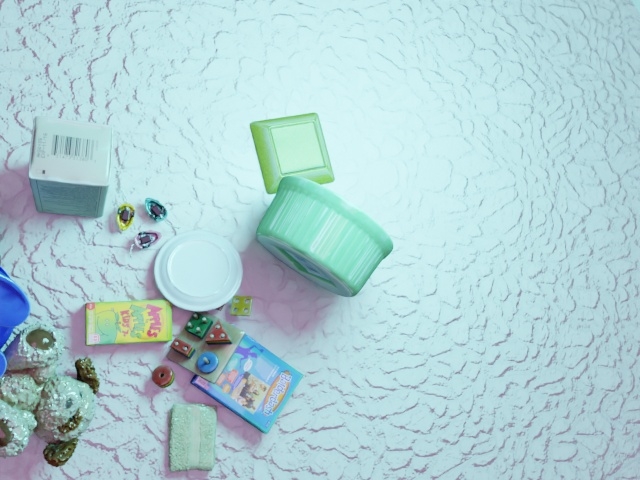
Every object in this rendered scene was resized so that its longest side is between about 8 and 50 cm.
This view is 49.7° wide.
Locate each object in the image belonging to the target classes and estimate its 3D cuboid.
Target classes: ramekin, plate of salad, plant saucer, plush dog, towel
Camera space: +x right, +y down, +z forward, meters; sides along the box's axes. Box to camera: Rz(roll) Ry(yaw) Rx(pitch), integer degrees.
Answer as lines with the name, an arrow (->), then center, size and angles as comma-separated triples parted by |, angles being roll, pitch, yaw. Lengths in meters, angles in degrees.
ramekin -> 0.000, 0.000, 1.576 | 0.303, 0.303, 0.148 | 35, 78, -12
plate of salad -> -0.278, 0.070, 1.579 | 0.199, 0.048, 0.200 | 5, 64, -10
plant saucer -> -0.062, -0.225, 1.720 | 0.188, 0.045, 0.188 | -13, 86, -22
plush dog -> -0.561, 0.326, 1.384 | 0.225, 0.210, 0.263 | 34, 53, -31
towel -> -0.284, 0.437, 1.534 | 0.110, 0.027, 0.148 | 4, 79, -19

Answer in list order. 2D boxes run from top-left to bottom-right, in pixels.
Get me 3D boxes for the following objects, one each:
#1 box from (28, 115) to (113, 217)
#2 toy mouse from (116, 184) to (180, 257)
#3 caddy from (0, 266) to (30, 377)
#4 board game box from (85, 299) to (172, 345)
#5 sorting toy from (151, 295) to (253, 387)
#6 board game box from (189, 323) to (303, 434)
box -> -0.502, -0.137, 1.397 | 0.147, 0.311, 0.121 | 5, 79, -20
toy mouse -> -0.391, -0.037, 1.572 | 0.143, 0.031, 0.161 | 6, 79, -19
caddy -> -0.694, 0.125, 1.222 | 0.341, 0.179, 0.241 | 28, 80, -44
board game box -> -0.421, 0.179, 1.518 | 0.181, 0.043, 0.092 | 0, 81, -20
sorting toy -> -0.254, 0.220, 1.539 | 0.132, 0.046, 0.275 | 25, 69, 17
board game box -> -0.167, 0.318, 1.587 | 0.210, 0.047, 0.160 | 38, 70, -10
